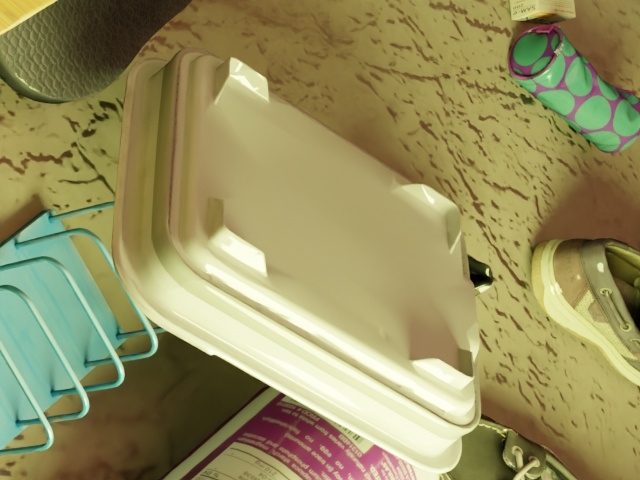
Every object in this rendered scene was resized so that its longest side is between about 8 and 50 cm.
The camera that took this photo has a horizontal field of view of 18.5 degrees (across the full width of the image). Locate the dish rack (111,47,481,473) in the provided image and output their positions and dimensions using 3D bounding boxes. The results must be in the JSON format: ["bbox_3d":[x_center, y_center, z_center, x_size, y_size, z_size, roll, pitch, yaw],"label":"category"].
[{"bbox_3d":[0.000,0.000,1.487,0.333,0.072,0.286,32,34,-27],"label":"dish rack"}]

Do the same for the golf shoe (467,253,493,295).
[{"bbox_3d":[0.065,0.007,1.686,0.198,0.094,0.077,20,69,-40],"label":"golf shoe"}]

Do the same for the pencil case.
[{"bbox_3d":[0.254,-0.149,1.926,0.151,0.064,0.070,36,83,-35],"label":"pencil case"}]

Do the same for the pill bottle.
[{"bbox_3d":[-0.055,0.231,1.462,0.301,0.169,0.169,-39,109,-42],"label":"pill bottle"}]

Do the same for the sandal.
[{"bbox_3d":[-0.176,-0.173,1.518,0.254,0.054,0.097,-40,117,-52],"label":"sandal"}]

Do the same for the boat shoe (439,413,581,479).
[{"bbox_3d":[0.209,0.245,1.776,0.335,0.095,0.112,40,56,-32],"label":"boat shoe"}]

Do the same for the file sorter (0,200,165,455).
[{"bbox_3d":[-0.194,0.062,1.405,0.170,0.104,0.118,-42,111,-41],"label":"file sorter"}]

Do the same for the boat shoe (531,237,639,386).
[{"bbox_3d":[0.322,0.073,1.928,0.285,0.092,0.103,32,60,-37],"label":"boat shoe"}]

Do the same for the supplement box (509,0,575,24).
[{"bbox_3d":[0.213,-0.265,1.930,0.062,0.036,0.098,2,80,-45],"label":"supplement box"}]

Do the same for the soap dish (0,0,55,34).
[{"bbox_3d":[-0.314,-0.242,1.275,0.291,0.229,0.118,42,71,-31],"label":"soap dish"}]
